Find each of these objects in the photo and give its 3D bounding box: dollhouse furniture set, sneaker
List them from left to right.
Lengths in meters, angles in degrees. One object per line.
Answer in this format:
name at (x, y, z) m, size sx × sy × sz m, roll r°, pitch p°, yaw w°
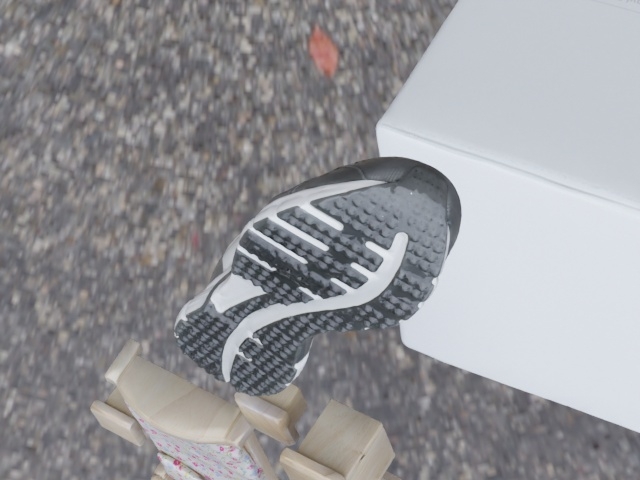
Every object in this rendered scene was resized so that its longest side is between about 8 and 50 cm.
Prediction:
dollhouse furniture set at (-0.114, 0.206, 1.461) m, size 0.355 × 0.174 × 0.303 m, roll 24°, pitch 157°, yaw 25°
sneaker at (0.000, 0.000, 0.411) m, size 0.040 × 0.044 × 0.109 m, roll 37°, pitch 150°, yaw -12°

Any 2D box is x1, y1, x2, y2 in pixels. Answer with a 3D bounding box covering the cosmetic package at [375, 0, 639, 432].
cosmetic package at (0.289, -0.089, 1.595) m, size 0.327 × 0.393 × 0.329 m, roll 20°, pitch 148°, yaw 21°
